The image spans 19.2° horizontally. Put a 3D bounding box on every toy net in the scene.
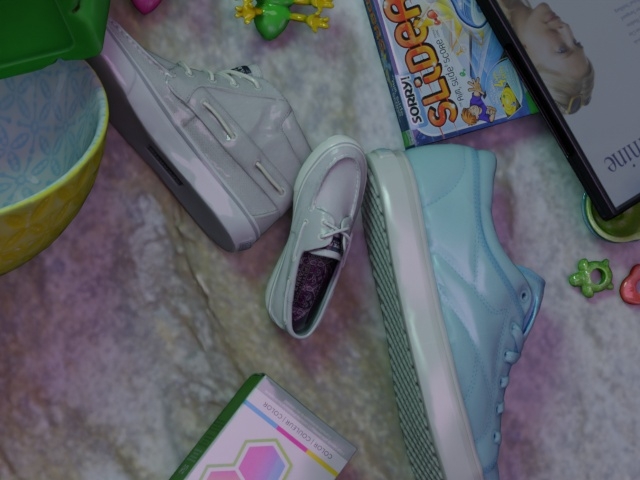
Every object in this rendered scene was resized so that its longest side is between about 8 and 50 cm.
[{"bbox_3d":[0.350,0.002,1.787,0.232,0.045,0.122,4,85,-14],"label":"toy net"}]

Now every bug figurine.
[{"bbox_3d":[-0.087,-0.296,1.685,0.279,0.072,0.216,9,91,-18],"label":"bug figurine"}]

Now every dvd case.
[{"bbox_3d":[0.264,-0.164,1.753,0.180,0.022,0.253,-30,90,-31],"label":"dvd case"}]

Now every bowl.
[{"bbox_3d":[-0.318,-0.045,1.556,0.289,0.289,0.156,-7,131,-14],"label":"bowl"}]

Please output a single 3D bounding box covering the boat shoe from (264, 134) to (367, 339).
[{"bbox_3d":[0.000,0.000,1.660,0.066,0.063,0.184,17,106,-28],"label":"boat shoe"}]

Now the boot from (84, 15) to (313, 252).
[{"bbox_3d":[-0.109,-0.122,1.669,0.123,0.095,0.258,-42,105,-18],"label":"boot"}]

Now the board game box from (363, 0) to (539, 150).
[{"bbox_3d":[0.116,-0.197,1.747,0.136,0.035,0.201,-17,91,-14],"label":"board game box"}]

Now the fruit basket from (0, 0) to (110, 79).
[{"bbox_3d":[-0.323,-0.342,1.477,0.283,0.392,0.392,-14,90,2],"label":"fruit basket"}]

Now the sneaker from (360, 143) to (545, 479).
[{"bbox_3d":[0.140,0.087,1.686,0.150,0.135,0.365,-10,90,-9],"label":"sneaker"}]

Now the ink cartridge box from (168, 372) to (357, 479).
[{"bbox_3d":[-0.076,0.230,1.663,0.109,0.062,0.209,40,79,-9],"label":"ink cartridge box"}]
